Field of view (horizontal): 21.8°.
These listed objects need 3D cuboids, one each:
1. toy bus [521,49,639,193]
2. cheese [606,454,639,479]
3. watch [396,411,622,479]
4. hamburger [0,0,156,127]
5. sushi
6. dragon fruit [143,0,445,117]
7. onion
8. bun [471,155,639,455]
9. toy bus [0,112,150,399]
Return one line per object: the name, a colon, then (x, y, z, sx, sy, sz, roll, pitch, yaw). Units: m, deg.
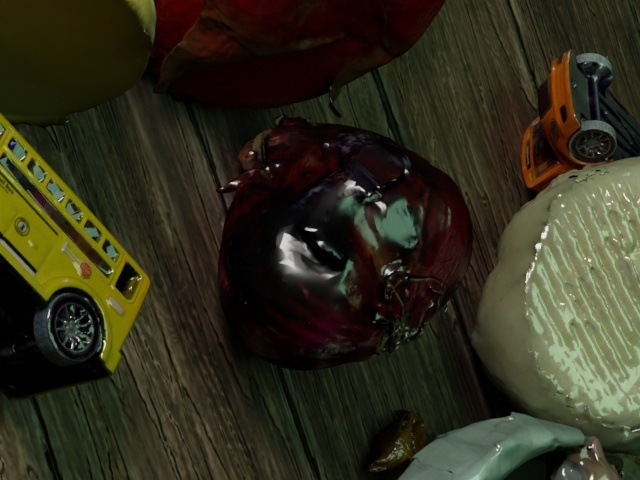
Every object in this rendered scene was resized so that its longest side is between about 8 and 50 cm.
toy bus: (0.359, -0.083, 2.069, 0.329, 0.153, 0.143, 41, 37, -34)
cheese: (0.409, 0.349, 2.074, 0.192, 0.037, 0.097, 42, 51, -32)
watch: (0.170, 0.299, 1.736, 0.241, 0.161, 0.253, 22, 80, -37)
hamburger: (-0.249, -0.228, 1.386, 0.302, 0.260, 0.186, 43, 43, -51)
sushi: (0.082, 0.216, 1.753, 0.050, 0.047, 0.099, 61, 32, -10)
dragon fruit: (-0.042, -0.218, 1.588, 0.343, 0.282, 0.100, 21, 30, -34)
onion: (0.012, 0.016, 1.621, 0.280, 0.221, 0.281, 11, 55, -16)
bun: (0.339, 0.079, 1.925, 0.359, 0.211, 0.360, 2, 82, -13)
toy bus: (-0.294, -0.021, 1.344, 0.331, 0.145, 0.151, 51, 45, -27)
